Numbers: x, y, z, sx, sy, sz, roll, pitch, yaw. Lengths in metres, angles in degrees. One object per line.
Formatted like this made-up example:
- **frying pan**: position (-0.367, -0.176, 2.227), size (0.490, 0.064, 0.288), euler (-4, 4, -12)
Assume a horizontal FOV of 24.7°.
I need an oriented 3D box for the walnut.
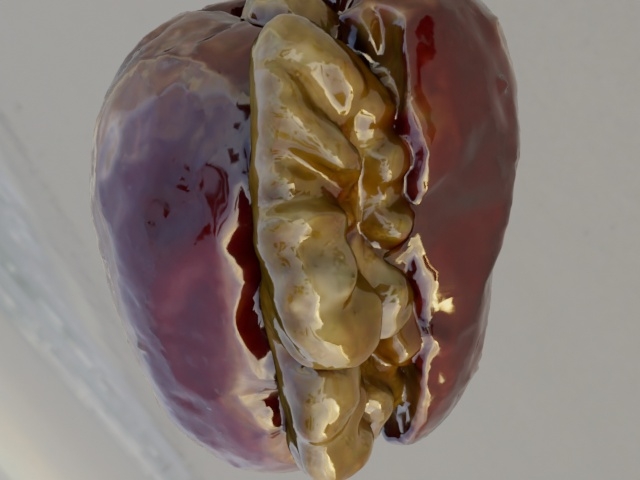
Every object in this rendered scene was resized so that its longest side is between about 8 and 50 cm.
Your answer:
- **walnut**: position (0.000, 0.000, 0.744), size (0.244, 0.222, 0.269), euler (-121, 21, -65)
